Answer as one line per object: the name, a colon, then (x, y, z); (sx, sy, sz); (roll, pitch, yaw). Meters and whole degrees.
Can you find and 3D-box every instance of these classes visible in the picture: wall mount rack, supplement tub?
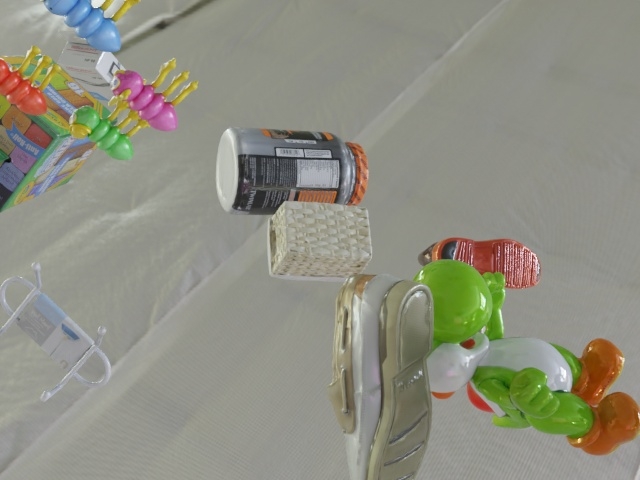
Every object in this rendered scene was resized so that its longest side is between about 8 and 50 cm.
wall mount rack: (-0.627, 0.206, 1.517); (0.350, 0.304, 0.130); (44, -159, -1)
supplement tub: (-0.069, -0.164, 1.574); (0.337, 0.207, 0.207); (0, -137, -24)

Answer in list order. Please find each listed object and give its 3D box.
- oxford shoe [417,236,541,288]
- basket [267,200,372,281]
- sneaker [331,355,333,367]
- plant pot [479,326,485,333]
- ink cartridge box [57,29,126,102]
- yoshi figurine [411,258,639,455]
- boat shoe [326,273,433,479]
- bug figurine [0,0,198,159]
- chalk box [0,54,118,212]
oxford shoe: (0.323, 0.043, 1.303); (0.271, 0.098, 0.097); (12, -100, -23)
basket: (0.000, 0.000, 1.124); (0.167, 0.103, 0.113); (4, -116, -18)
sneaker: (0.096, 0.202, 1.371); (0.115, 0.105, 0.281); (37, -148, 20)
plant pot: (0.342, 0.228, 1.463); (0.109, 0.109, 0.096); (-17, -114, 38)
ink cartridge box: (-0.499, -0.379, 1.432); (0.104, 0.180, 0.060); (12, -107, 19)
yoshi figurine: (0.246, 0.138, 0.863); (0.361, 0.203, 0.203); (19, -103, -5)
boat shoe: (0.068, 0.186, 0.794); (0.103, 0.303, 0.113); (14, -166, 40)
bug figurine: (-0.276, -0.183, 0.753); (0.279, 0.216, 0.072); (-18, -136, 44)
chalk box: (-0.508, -0.182, 1.075); (0.180, 0.179, 0.289); (43, -164, -7)
